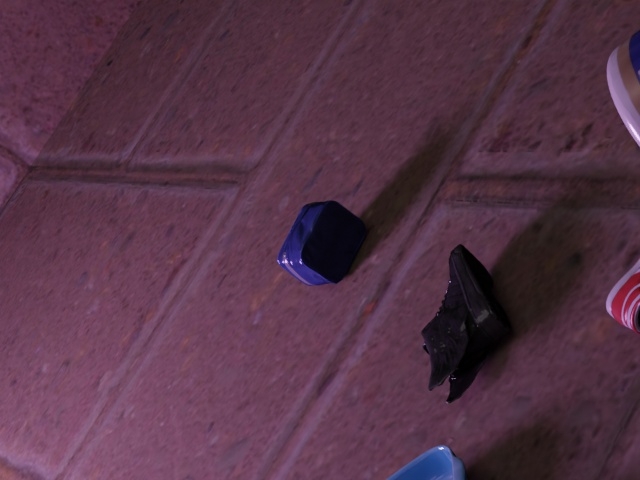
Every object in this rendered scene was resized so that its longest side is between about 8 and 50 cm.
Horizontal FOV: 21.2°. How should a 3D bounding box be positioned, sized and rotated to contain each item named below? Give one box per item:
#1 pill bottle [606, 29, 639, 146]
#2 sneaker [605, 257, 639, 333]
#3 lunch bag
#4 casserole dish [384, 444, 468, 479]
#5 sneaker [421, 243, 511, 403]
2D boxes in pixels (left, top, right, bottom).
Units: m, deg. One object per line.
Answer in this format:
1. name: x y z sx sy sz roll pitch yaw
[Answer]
1. pill bottle: 0.376 -0.164 1.375 0.264 0.153 0.153 -37 28 30
2. sneaker: 0.287 0.026 1.411 0.118 0.042 0.067 -57 19 9
3. lunch bag: 0.000 0.000 1.934 0.065 0.067 0.098 -7 49 58
4. casserole dish: 0.069 0.258 1.497 0.188 0.037 0.114 -40 27 26
5. sneaker: 0.127 0.076 1.621 0.089 0.051 0.170 -41 29 14
